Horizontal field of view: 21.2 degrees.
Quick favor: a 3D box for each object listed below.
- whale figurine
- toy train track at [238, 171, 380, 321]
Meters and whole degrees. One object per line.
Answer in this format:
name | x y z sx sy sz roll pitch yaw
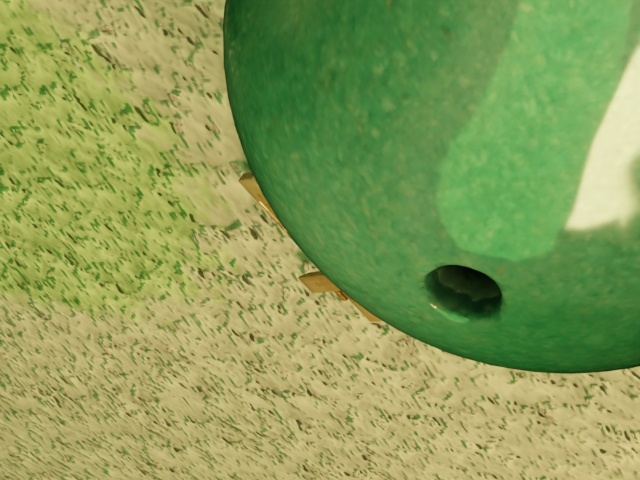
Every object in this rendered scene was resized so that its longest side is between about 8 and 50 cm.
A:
whale figurine | 0.065 -0.065 0.394 0.216 0.141 0.272 23 150 2
toy train track | 0.000 0.000 0.674 0.083 0.014 0.048 47 151 -24
